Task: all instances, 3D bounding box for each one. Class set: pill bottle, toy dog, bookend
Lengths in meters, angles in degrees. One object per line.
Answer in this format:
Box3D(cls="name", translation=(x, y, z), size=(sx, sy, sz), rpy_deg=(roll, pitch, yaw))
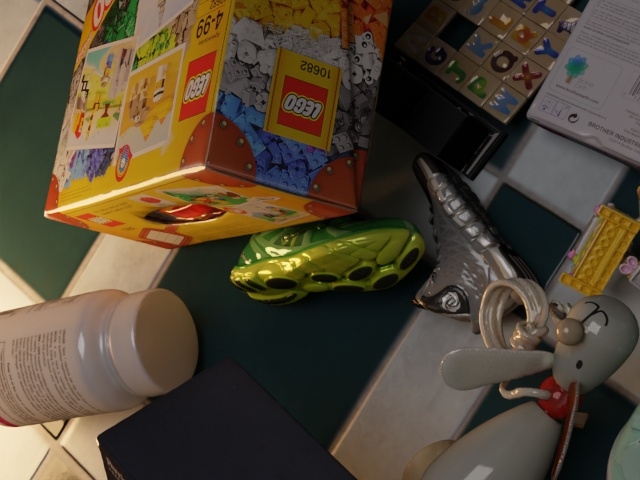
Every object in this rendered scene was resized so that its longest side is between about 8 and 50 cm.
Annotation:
Box3D(cls="pill bottle", translation=(-0.312, 0.152, 1.696), size=(0.283, 0.160, 0.160), rpy_deg=(-12, 69, 30))
Box3D(cls="toy dog", translation=(0.171, 0.196, 1.287), size=(0.220, 0.161, 0.334), rpy_deg=(21, 99, 47))
Box3D(cls="bookend", translation=(0.114, -0.160, 1.516), size=(0.156, 0.157, 0.072), rpy_deg=(43, 101, 35))

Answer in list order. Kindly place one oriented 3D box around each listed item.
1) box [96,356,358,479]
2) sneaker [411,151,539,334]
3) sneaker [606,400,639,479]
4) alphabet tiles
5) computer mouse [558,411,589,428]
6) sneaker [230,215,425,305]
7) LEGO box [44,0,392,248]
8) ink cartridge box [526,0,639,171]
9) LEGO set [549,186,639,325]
Box3D(cls="box", translation=(-0.054, 0.359, 1.356), size=(0.179, 0.312, 0.343), rpy_deg=(-31, 51, -26))
Box3D(cls="sneaker", translation=(0.140, 0.012, 1.494), size=(0.132, 0.086, 0.229), rpy_deg=(-43, 58, 18))
Box3D(cls="sneaker", translation=(0.336, 0.143, 1.213), size=(0.094, 0.151, 0.256), rpy_deg=(17, 48, 24))
Box3D(cls="alphabet tiles", translation=(0.230, -0.277, 1.546), size=(0.237, 0.009, 0.198), rpy_deg=(-50, 56, 1))
Box3D(cls="computer mouse", translation=(0.278, 0.273, 1.346), size=(0.262, 0.060, 0.184), rpy_deg=(6, 78, 42))
Box3D(cls="sneaker", translation=(0.000, 0.000, 1.550), size=(0.295, 0.109, 0.123), rpy_deg=(-10, 59, 45))
Box3D(cls="LEGO box", translation=(-0.130, -0.205, 1.546), size=(0.500, 0.193, 0.372), rpy_deg=(-10, 68, 59))
Box3D(cls="ink cartridge box", translation=(0.383, -0.234, 1.423), size=(0.186, 0.065, 0.311), rpy_deg=(30, 95, 35))
Box3D(cls="LEGO set", translation=(0.355, -0.010, 1.374), size=(0.287, 0.107, 0.132), rpy_deg=(-39, 93, 12))
